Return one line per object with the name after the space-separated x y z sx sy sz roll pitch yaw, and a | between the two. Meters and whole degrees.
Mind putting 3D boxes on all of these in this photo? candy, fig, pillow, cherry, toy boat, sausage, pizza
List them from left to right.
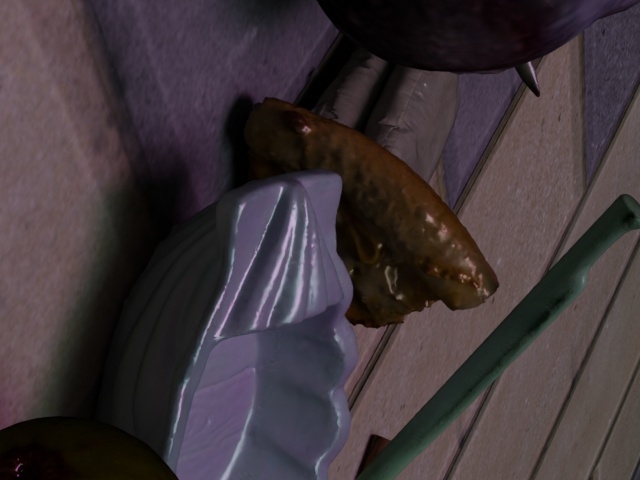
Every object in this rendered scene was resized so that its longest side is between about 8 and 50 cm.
-0.130 0.205 0.757 0.151 0.151 0.259 -50 152 -43 | fig
-0.059 0.094 0.879 0.199 0.100 0.290 -19 125 -58 | toy boat
0.000 0.000 0.938 0.161 0.182 0.062 -35 -169 34 | pizza
0.038 0.225 1.303 0.116 0.026 0.026 -68 157 -10 | sausage
0.045 -0.076 1.047 0.134 0.078 0.181 80 31 -52 | pillow
0.060 0.124 0.970 0.440 0.119 0.119 -53 170 32 | candy
0.098 -0.220 0.885 0.255 0.218 0.296 -39 135 -43 | cherry
